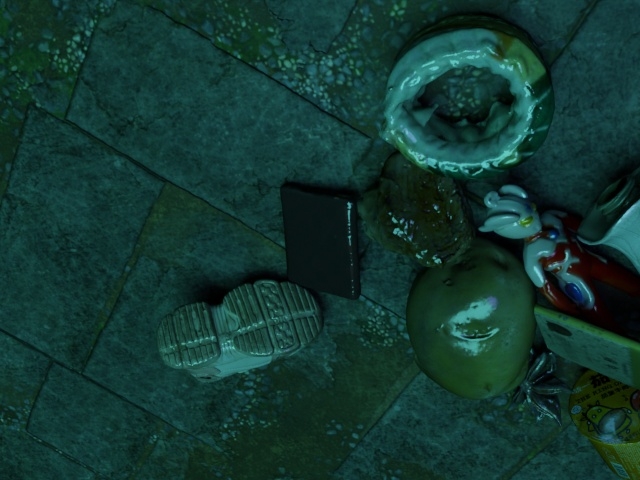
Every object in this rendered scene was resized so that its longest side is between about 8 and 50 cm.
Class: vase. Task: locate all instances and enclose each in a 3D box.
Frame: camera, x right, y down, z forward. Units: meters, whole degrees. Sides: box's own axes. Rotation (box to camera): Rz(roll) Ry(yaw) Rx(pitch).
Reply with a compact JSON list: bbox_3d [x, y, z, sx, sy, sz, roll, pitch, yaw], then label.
[{"bbox_3d":[0.650,0.068,1.322,0.445,0.250,0.250,43,123,-3],"label":"vase"}]

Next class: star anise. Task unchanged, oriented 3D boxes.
[{"bbox_3d":[0.442,0.295,1.599,0.181,0.061,0.204,36,137,45],"label":"star anise"}]

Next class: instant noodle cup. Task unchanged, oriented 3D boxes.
[{"bbox_3d":[0.616,0.359,1.535,0.216,0.215,0.172,-17,123,25],"label":"instant noodle cup"}]

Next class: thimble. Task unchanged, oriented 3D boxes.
[{"bbox_3d":[0.237,-0.234,1.300,0.288,0.167,0.254,-12,115,22],"label":"thimble"}]

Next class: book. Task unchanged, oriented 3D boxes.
[{"bbox_3d":[0.549,0.216,1.370,0.352,0.035,0.239,22,166,32],"label":"book"}]

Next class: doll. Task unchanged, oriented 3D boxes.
[{"bbox_3d":[0.433,0.031,1.396,0.384,0.188,0.099,34,148,-13],"label":"doll"}]

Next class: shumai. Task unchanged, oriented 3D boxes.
[{"bbox_3d":[0.180,-0.044,1.444,0.218,0.184,0.185,51,163,12],"label":"shumai"}]

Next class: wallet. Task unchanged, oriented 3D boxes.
[{"bbox_3d":[0.000,0.000,1.570,0.182,0.049,0.229,15,125,31],"label":"wallet"}]

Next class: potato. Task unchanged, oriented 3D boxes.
[{"bbox_3d":[0.284,0.157,1.492,0.243,0.221,0.326,3,125,4],"label":"potato"}]

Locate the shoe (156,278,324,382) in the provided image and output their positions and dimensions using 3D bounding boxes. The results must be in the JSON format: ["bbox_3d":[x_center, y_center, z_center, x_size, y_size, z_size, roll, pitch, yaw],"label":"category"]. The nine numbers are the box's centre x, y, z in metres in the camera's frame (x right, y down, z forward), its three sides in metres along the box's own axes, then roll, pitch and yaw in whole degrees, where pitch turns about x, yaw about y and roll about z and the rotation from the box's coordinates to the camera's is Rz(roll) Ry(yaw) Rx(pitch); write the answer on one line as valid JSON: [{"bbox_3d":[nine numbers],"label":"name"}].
[{"bbox_3d":[-0.164,0.200,1.703,0.351,0.171,0.198,-9,156,1],"label":"shoe"}]
